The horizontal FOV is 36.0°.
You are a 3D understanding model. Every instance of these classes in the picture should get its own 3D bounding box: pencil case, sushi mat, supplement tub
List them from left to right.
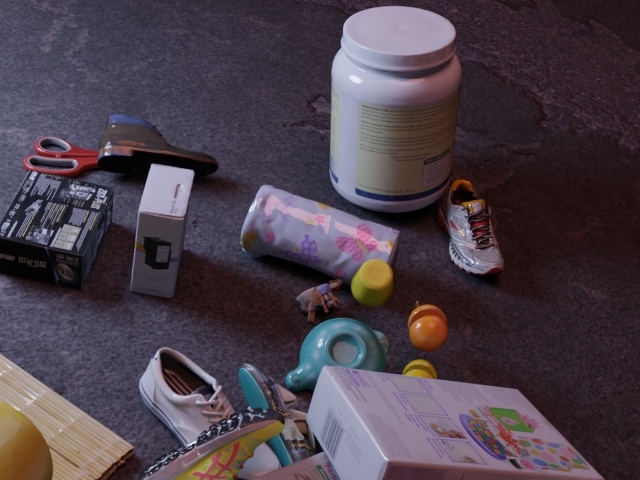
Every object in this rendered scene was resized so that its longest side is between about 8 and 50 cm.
[{"bbox_3d":[-0.421,0.249,1.353,0.316,0.019,0.151,30,44,18],"label":"sushi mat"},{"bbox_3d":[0.000,0.000,1.686,0.273,0.113,0.124,19,84,5],"label":"pencil case"},{"bbox_3d":[0.136,-0.240,1.817,0.235,0.325,0.235,1,37,-1],"label":"supplement tub"}]

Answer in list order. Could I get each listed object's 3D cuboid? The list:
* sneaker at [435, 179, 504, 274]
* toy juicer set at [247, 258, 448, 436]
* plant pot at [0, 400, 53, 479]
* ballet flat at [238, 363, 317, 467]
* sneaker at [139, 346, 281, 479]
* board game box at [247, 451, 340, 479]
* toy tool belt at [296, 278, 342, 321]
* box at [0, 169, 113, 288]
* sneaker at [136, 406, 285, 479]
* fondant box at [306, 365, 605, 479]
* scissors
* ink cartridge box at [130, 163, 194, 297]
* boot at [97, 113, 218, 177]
[{"bbox_3d":[0.275,-0.023,1.813,0.088,0.093,0.225,-4,44,-20],"label":"sneaker"},{"bbox_3d":[0.064,0.203,1.506,0.209,0.089,0.329,35,69,10],"label":"toy juicer set"},{"bbox_3d":[-0.437,0.307,1.128,0.254,0.254,0.239,20,26,7],"label":"plant pot"},{"bbox_3d":[-0.054,0.255,1.407,0.070,0.070,0.188,-15,67,-30],"label":"ballet flat"},{"bbox_3d":[-0.157,0.249,1.374,0.258,0.091,0.094,35,44,20],"label":"sneaker"},{"bbox_3d":[-0.075,0.413,1.209,0.303,0.097,0.224,-14,47,-28],"label":"board game box"},{"bbox_3d":[0.005,0.101,1.634,0.083,0.052,0.051,-20,82,-29],"label":"toy tool belt"},{"bbox_3d":[-0.434,-0.021,1.613,0.147,0.077,0.180,12,41,-3],"label":"box"},{"bbox_3d":[-0.131,0.295,1.297,0.208,0.081,0.094,-30,94,2],"label":"sneaker"},{"bbox_3d":[0.175,0.280,1.330,0.330,0.096,0.238,9,18,-23],"label":"fondant box"},{"bbox_3d":[-0.389,-0.142,1.814,0.297,0.021,0.109,7,40,-11],"label":"scissors"},{"bbox_3d":[-0.254,-0.016,1.585,0.072,0.175,0.127,10,40,-6],"label":"ink cartridge box"},{"bbox_3d":[-0.296,-0.178,1.810,0.219,0.082,0.106,5,58,-18],"label":"boot"}]
